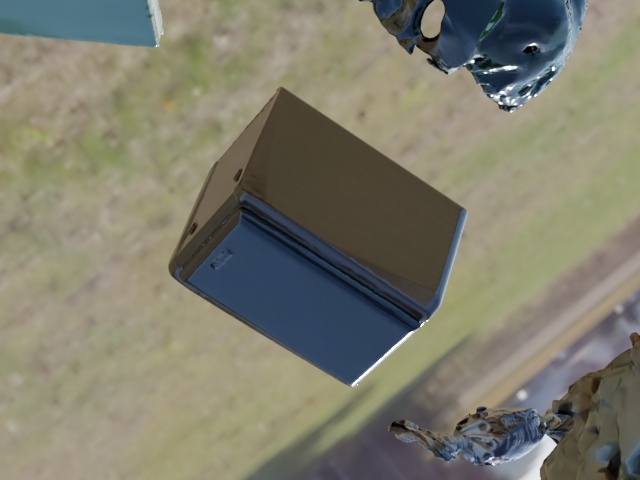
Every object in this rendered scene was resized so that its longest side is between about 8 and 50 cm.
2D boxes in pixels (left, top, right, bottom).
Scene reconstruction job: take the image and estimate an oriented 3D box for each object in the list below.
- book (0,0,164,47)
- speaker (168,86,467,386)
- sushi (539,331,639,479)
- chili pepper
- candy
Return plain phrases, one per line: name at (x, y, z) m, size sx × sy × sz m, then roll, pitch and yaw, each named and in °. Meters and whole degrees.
book at (-0.352, -0.297, 1.769) m, size 0.264 × 0.379 × 0.031 m, roll 87°, pitch 11°, yaw -54°
speaker at (0.000, 0.000, 1.763) m, size 0.153 × 0.231 × 0.192 m, roll -46°, pitch -164°, yaw 41°
sushi at (0.279, 0.116, 0.955) m, size 0.417 × 0.176 × 0.417 m, roll -16°, pitch 146°, yaw -11°
chili pepper at (0.123, -0.199, 1.428) m, size 0.264 × 0.116 × 0.148 m, roll 26°, pitch 95°, yaw -39°
candy at (0.150, 0.161, 1.487) m, size 0.226 × 0.051 × 0.094 m, roll 2°, pitch 172°, yaw -43°
